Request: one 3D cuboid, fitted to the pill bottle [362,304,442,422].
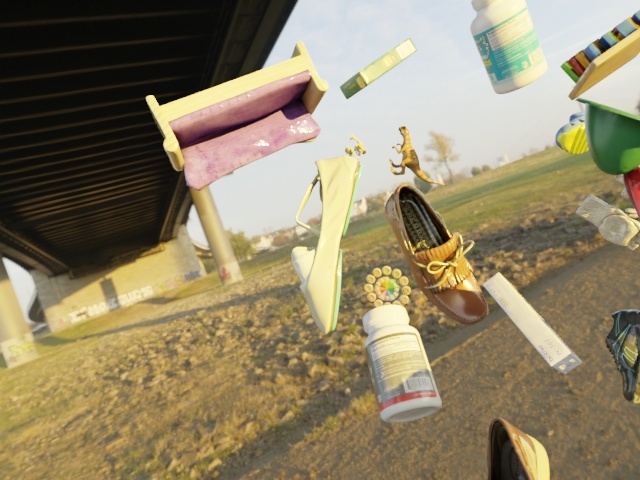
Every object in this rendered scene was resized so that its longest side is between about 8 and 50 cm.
[{"bbox_3d":[0.272,0.427,1.438,0.209,0.363,0.210,-7,-37,-6],"label":"pill bottle"}]

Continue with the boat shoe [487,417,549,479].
[{"bbox_3d":[0.338,0.478,0.716,0.123,0.123,0.342,-36,15,39],"label":"boat shoe"}]

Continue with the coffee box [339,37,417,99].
[{"bbox_3d":[0.144,-0.433,1.027,0.184,0.041,0.113,-40,15,-17],"label":"coffee box"}]

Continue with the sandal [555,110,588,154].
[{"bbox_3d":[0.922,-0.395,1.424,0.317,0.138,0.126,-17,-38,-25],"label":"sandal"}]

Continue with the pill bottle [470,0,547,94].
[{"bbox_3d":[0.509,-0.556,1.123,0.146,0.264,0.146,-28,18,10],"label":"pill bottle"}]

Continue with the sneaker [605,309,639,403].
[{"bbox_3d":[0.893,0.328,1.176,0.101,0.268,0.106,25,-16,-30],"label":"sneaker"}]

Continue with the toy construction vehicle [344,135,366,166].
[{"bbox_3d":[0.127,-0.304,1.416,0.035,0.098,0.086,-25,-24,-22],"label":"toy construction vehicle"}]

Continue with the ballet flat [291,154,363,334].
[{"bbox_3d":[0.000,0.000,0.566,0.086,0.249,0.086,10,-9,2],"label":"ballet flat"}]

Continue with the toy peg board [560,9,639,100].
[{"bbox_3d":[0.606,-0.409,0.868,0.161,0.079,0.160,-35,-15,10],"label":"toy peg board"}]

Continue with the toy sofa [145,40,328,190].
[{"bbox_3d":[-0.163,-0.262,0.881,0.362,0.177,0.150,-27,1,-15],"label":"toy sofa"}]

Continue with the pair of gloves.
[{"bbox_3d":[0.904,-0.100,1.178,0.042,0.204,0.240,-25,-26,-47],"label":"pair of gloves"}]

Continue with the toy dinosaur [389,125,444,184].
[{"bbox_3d":[0.263,-0.226,1.185,0.112,0.212,0.064,-24,11,25],"label":"toy dinosaur"}]

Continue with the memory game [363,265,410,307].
[{"bbox_3d":[0.259,0.189,1.589,0.186,0.186,0.012,-20,5,23],"label":"memory game"}]

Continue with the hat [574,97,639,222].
[{"bbox_3d":[0.504,-0.131,0.724,0.172,0.184,0.209,11,28,-14],"label":"hat"}]

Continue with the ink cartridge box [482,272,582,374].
[{"bbox_3d":[0.427,0.166,0.833,0.046,0.207,0.097,-44,-46,17],"label":"ink cartridge box"}]

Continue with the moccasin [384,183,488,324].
[{"bbox_3d":[0.290,0.028,1.007,0.139,0.381,0.147,-21,-15,-3],"label":"moccasin"}]
